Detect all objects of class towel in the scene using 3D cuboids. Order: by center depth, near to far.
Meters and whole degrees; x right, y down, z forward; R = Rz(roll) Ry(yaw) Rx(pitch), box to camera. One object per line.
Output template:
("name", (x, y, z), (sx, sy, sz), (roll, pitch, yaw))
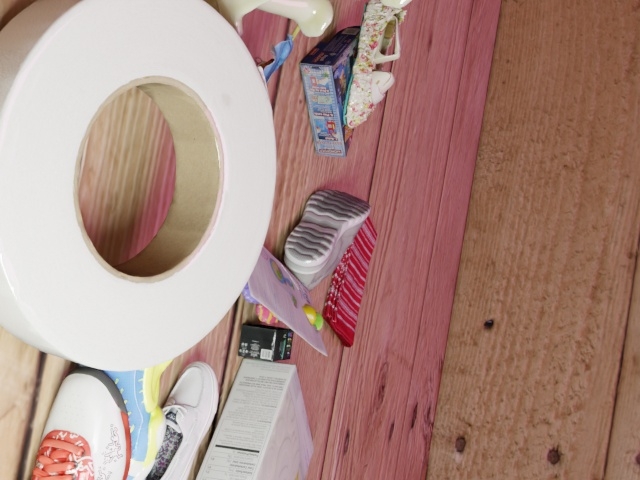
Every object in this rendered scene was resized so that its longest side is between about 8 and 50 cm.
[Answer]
("towel", (0.069, 0.073, 1.979), (0.199, 0.031, 0.275), (59, 43, -63))

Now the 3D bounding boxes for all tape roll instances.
("tape roll", (-0.188, -0.064, 0.954), (0.392, 0.072, 0.392), (-17, 111, -53))

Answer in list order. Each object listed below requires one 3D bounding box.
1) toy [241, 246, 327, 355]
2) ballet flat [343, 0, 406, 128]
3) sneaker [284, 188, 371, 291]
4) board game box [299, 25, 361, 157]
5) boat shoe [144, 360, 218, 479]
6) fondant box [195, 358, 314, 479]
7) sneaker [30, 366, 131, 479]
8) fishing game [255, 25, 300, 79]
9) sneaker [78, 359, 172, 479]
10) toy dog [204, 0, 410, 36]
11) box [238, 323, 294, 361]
("toy", (-0.075, 0.089, 1.460), (0.237, 0.056, 0.137), (41, 25, -48))
("ballet flat", (0.097, -0.310, 1.638), (0.091, 0.077, 0.241), (31, 69, -71))
("sneaker", (0.000, 0.000, 1.683), (0.281, 0.105, 0.115), (-45, 156, -52))
("board game box", (0.030, -0.258, 1.677), (0.194, 0.060, 0.194), (-56, 149, -52))
("boat shoe", (-0.191, 0.245, 1.251), (0.184, 0.066, 0.063), (-67, 159, -14))
("fondant box", (-0.107, 0.386, 1.459), (0.238, 0.096, 0.330), (80, 22, -43))
("sneaker", (-0.272, 0.274, 0.968), (0.145, 0.090, 0.270), (-16, 116, -72))
("fishing game", (-0.098, -0.203, 1.277), (0.189, 0.041, 0.264), (-52, -172, 46))
("sneaker", (-0.237, 0.165, 1.071), (0.126, 0.091, 0.240), (18, 81, -53))
("toy dog", (-0.037, -0.437, 1.164), (0.395, 0.284, 0.408), (58, 31, -9))
("box", (-0.086, 0.163, 1.509), (0.083, 0.062, 0.052), (12, 85, -71))
